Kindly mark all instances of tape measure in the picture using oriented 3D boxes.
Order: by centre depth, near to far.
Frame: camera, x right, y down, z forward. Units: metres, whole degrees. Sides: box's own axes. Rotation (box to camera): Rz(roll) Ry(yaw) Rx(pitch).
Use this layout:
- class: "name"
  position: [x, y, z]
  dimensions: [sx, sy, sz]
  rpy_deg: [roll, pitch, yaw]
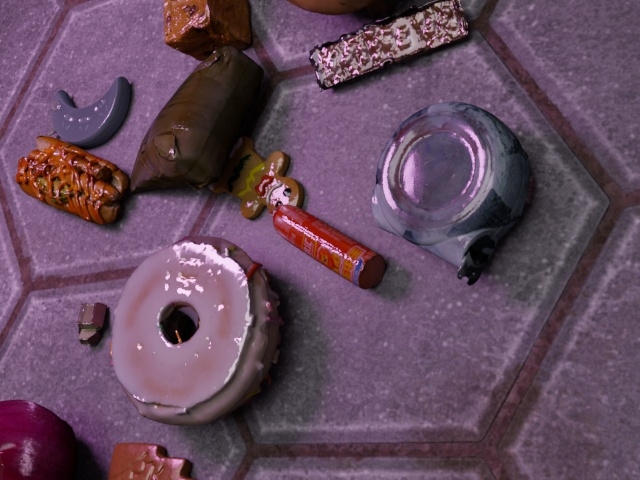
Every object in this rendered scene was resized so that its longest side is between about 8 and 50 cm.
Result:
- class: "tape measure"
  position: [0.223, -0.095, 1.381]
  dimensions: [0.256, 0.147, 0.275]
  rpy_deg: [29, 95, 36]

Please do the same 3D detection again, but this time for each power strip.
- class: "power strip"
  position: [-0.578, -0.309, 1.973]
  dimensions: [0.253, 0.054, 0.168]
  rpy_deg: [-8, 71, 28]

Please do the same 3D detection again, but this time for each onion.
- class: "onion"
  position: [-0.681, 0.471, 1.592]
  dimensions: [0.347, 0.385, 0.348]
  rpy_deg: [-37, 43, 44]

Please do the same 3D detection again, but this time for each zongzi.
- class: "zongzi"
  position: [-0.288, -0.248, 1.759]
  dimensions: [0.360, 0.160, 0.323]
  rpy_deg: [-15, 44, 57]

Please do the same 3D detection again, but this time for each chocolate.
- class: "chocolate"
  position: [0.131, -0.383, 1.574]
  dimensions: [0.329, 0.065, 0.102]
  rpy_deg: [-15, 82, 27]

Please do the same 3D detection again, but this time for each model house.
- class: "model house"
  position: [-0.505, 0.185, 1.785]
  dimensions: [0.058, 0.057, 0.083]
  rpy_deg: [-3, 51, 3]

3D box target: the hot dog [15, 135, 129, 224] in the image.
- class: "hot dog"
  position: [-0.598, -0.146, 1.897]
  dimensions: [0.348, 0.117, 0.158]
  rpy_deg: [23, 88, 33]

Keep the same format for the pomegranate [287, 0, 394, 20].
- class: "pomegranate"
  position: [0.037, -0.580, 1.562]
  dimensions: [0.342, 0.342, 0.343]
  rpy_deg: [-9, 71, 28]

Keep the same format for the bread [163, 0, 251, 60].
- class: "bread"
  position: [-0.251, -0.498, 1.786]
  dimensions: [0.149, 0.143, 0.158]
  rpy_deg: [-10, 70, 35]

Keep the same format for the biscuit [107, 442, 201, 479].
- class: "biscuit"
  position: [-0.337, 0.520, 1.582]
  dimensions: [0.284, 0.043, 0.306]
  rpy_deg: [-49, 57, 9]

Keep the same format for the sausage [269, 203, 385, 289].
- class: "sausage"
  position: [0.000, 0.000, 1.525]
  dimensions: [0.274, 0.074, 0.074]
  rpy_deg: [32, 93, 35]

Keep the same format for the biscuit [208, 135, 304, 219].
- class: "biscuit"
  position: [-0.130, -0.122, 1.663]
  dimensions: [0.240, 0.035, 0.158]
  rpy_deg: [31, 94, 34]

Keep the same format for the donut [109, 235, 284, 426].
- class: "donut"
  position: [-0.237, 0.175, 1.570]
  dimensions: [0.382, 0.142, 0.383]
  rpy_deg: [-9, 71, 27]
